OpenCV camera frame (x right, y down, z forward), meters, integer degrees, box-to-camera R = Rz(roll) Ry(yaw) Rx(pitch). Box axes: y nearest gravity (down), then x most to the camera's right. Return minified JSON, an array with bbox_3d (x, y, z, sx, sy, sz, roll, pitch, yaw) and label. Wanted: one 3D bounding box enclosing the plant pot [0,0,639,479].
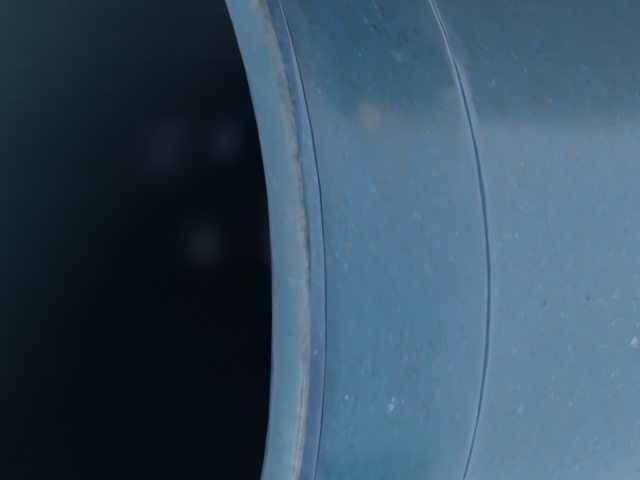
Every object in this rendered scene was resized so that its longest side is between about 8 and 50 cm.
[{"bbox_3d":[0.000,0.000,0.670,0.334,0.341,0.341,-5,-178,-42],"label":"plant pot"}]
